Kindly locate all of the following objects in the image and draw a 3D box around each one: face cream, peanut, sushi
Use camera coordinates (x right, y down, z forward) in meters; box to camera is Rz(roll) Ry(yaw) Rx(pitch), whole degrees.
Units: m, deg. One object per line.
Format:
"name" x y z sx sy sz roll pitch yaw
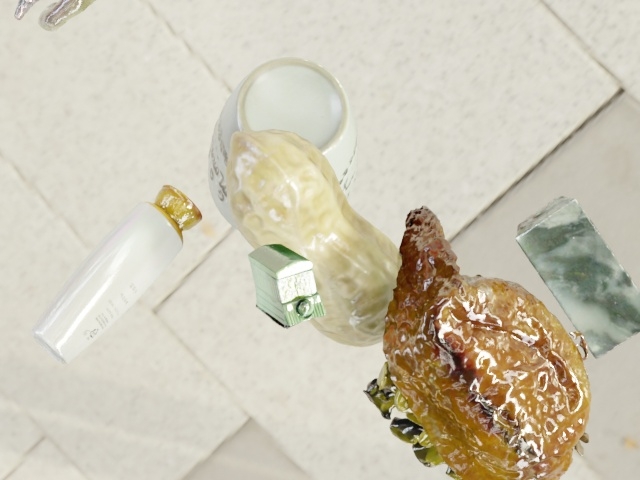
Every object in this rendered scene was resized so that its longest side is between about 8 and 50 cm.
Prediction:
"face cream" -0.179 0.029 1.292 0.051 0.182 0.072 30 159 30
"peanut" 0.000 0.000 1.474 0.136 0.120 0.298 16 151 52
"sushi" 0.149 0.127 1.425 0.296 0.167 0.179 49 163 -14

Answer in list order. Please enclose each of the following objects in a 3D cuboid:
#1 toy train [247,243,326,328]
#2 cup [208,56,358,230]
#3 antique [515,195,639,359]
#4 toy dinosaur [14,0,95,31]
"toy train" -0.030 0.037 1.193 0.093 0.038 0.056 -152 46 -68
"cup" -0.041 -0.079 1.759 0.186 0.258 0.234 1 165 -5
"antique" 0.303 0.040 1.694 0.086 0.088 0.183 -34 79 6
"toy dinosaur" -0.156 -0.280 1.212 0.077 0.294 0.162 37 169 -25
